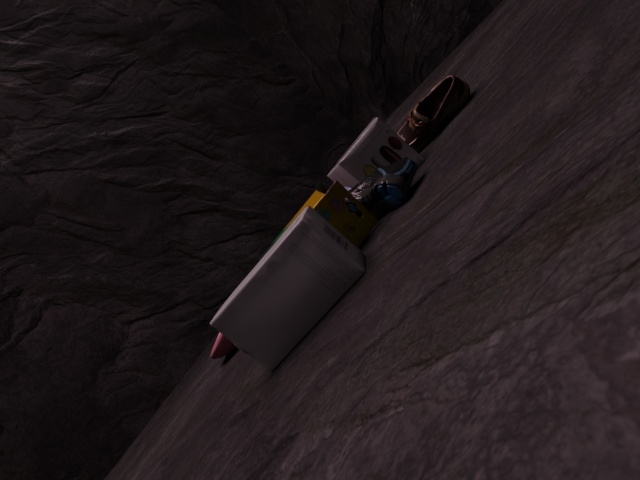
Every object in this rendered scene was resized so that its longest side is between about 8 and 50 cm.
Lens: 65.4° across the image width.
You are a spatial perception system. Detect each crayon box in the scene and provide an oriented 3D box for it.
[{"bbox_3d":[0.000,0.000,1.473,0.318,0.202,0.081,-50,26,-4],"label":"crayon box"}]

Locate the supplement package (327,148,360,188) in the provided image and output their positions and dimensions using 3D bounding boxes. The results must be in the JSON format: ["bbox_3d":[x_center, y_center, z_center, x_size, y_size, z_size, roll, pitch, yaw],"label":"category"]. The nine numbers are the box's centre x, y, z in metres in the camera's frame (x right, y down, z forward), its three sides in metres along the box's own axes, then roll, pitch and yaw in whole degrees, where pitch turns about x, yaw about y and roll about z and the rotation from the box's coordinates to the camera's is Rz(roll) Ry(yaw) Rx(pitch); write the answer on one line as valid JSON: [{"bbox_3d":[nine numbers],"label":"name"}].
[{"bbox_3d":[0.183,-0.323,2.130,0.175,0.177,0.293,-52,7,-18],"label":"supplement package"}]

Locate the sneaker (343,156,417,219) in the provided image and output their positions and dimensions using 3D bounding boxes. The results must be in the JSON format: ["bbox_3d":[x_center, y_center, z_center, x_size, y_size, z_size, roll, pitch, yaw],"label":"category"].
[{"bbox_3d":[0.172,-0.143,1.522,0.341,0.125,0.139,-19,33,58],"label":"sneaker"}]

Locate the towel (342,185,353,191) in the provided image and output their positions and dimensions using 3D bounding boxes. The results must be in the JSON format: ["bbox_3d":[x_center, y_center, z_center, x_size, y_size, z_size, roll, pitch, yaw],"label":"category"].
[{"bbox_3d":[0.080,-0.118,1.940,0.209,0.034,0.285,-61,22,-2],"label":"towel"}]

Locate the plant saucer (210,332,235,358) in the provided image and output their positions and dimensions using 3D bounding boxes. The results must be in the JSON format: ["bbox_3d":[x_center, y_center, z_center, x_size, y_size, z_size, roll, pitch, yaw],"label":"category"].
[{"bbox_3d":[-0.394,0.384,2.251,0.332,0.084,0.332,-156,90,-83],"label":"plant saucer"}]

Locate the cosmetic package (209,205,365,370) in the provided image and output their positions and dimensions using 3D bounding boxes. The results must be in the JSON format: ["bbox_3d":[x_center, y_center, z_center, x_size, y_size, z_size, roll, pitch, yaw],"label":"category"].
[{"bbox_3d":[-0.084,0.129,1.317,0.385,0.217,0.156,-46,8,16],"label":"cosmetic package"}]

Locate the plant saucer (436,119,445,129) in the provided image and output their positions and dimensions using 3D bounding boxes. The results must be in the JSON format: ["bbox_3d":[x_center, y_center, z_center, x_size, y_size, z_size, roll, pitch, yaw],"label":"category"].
[{"bbox_3d":[0.418,-0.421,1.791,0.119,0.021,0.119,-50,8,9],"label":"plant saucer"}]

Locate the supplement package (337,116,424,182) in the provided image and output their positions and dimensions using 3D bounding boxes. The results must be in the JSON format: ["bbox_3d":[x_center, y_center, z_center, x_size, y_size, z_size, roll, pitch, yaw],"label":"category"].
[{"bbox_3d":[0.195,-0.264,1.639,0.194,0.203,0.149,-50,7,12],"label":"supplement package"}]

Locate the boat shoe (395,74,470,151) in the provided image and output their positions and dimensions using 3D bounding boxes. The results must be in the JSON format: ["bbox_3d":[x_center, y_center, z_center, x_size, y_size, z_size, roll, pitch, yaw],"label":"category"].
[{"bbox_3d":[0.345,-0.421,1.694,0.342,0.123,0.123,-41,-28,29],"label":"boat shoe"}]
